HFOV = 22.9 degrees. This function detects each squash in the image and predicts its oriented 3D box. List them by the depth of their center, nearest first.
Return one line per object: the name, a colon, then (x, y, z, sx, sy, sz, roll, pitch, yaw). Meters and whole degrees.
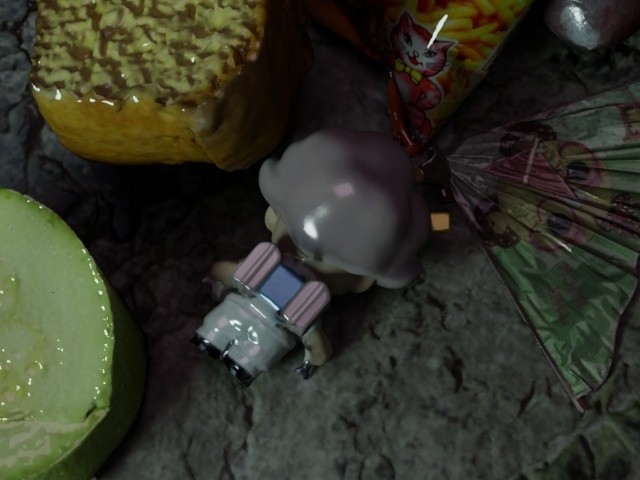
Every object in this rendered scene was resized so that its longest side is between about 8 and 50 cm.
squash: (-0.230, 0.084, 1.084, 0.220, 0.133, 0.220, -1, 66, 1)

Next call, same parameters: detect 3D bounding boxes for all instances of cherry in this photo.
cherry: (0.247, -0.213, 1.224, 0.188, 0.115, 0.148, 10, 48, 4)

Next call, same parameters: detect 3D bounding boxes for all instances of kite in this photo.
kite: (0.206, -0.027, 1.177, 0.267, 0.013, 0.323, 20, 64, 15)

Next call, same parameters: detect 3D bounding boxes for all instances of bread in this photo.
bread: (-0.104, -0.167, 1.179, 0.194, 0.179, 0.340, -6, 54, 5)

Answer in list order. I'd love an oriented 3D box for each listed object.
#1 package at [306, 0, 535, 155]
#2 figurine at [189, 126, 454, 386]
package: (0.099, -0.237, 1.206, 0.288, 0.108, 0.223, -50, 56, 25)
figurine: (0.000, 0.000, 1.125, 0.137, 0.112, 0.229, 38, 79, 16)
